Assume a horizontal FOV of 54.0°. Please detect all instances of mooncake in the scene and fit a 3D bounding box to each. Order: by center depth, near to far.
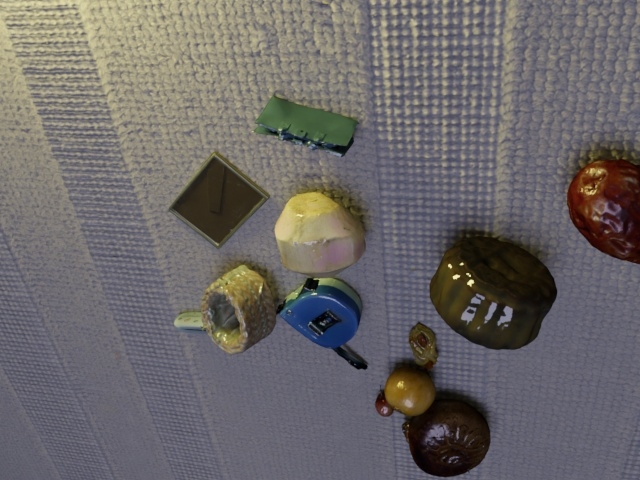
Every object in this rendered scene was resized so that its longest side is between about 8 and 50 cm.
[{"bbox_3d":[0.411,0.117,1.503,0.290,0.290,0.161,20,123,2],"label":"mooncake"}]

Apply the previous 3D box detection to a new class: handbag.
[{"bbox_3d":[-0.032,-0.258,1.453,0.221,0.144,0.057,17,126,5],"label":"handbag"}]

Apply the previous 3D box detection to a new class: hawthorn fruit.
[{"bbox_3d":[0.196,0.502,1.975,0.066,0.067,0.103,-18,108,26],"label":"hawthorn fruit"}]

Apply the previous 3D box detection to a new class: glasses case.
[{"bbox_3d":[-0.371,0.258,1.961,0.178,0.067,0.045,1,125,15],"label":"glasses case"}]

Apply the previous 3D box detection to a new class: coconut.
[{"bbox_3d":[0.000,0.000,1.595,0.236,0.197,0.237,5,121,8],"label":"coconut"}]

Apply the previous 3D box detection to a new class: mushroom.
[{"bbox_3d":[0.382,0.612,1.937,0.278,0.163,0.297,-8,123,20],"label":"mushroom"}]

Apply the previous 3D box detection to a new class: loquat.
[{"bbox_3d":[0.266,0.446,1.864,0.163,0.163,0.137,-18,126,26],"label":"loquat"}]

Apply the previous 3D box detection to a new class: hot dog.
[{"bbox_3d":[0.301,0.318,1.815,0.078,0.061,0.169,-10,121,20],"label":"hot dog"}]

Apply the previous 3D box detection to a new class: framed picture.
[{"bbox_3d":[-0.282,-0.101,1.712,0.189,0.023,0.260,39,125,-12],"label":"framed picture"}]

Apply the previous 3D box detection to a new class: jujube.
[{"bbox_3d":[0.662,-0.060,1.374,0.197,0.197,0.290,-32,125,32],"label":"jujube"}]

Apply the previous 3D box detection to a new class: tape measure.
[{"bbox_3d":[0.060,0.253,1.821,0.351,0.098,0.215,38,127,-15],"label":"tape measure"}]

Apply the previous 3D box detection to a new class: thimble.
[{"bbox_3d":[-0.236,0.205,1.804,0.196,0.148,0.229,32,130,21],"label":"thimble"}]
